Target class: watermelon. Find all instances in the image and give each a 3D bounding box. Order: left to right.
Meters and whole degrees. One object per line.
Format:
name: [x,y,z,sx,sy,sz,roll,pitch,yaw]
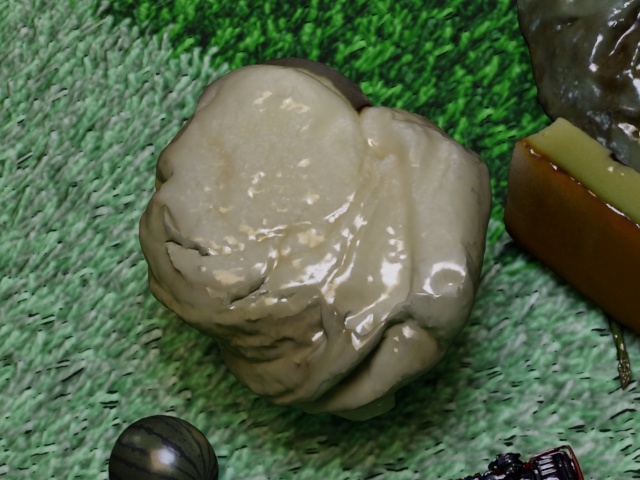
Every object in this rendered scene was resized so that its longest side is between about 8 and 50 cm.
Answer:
watermelon: [-0.159,0.218,1.747,0.133,0.105,0.105,18,63,45]

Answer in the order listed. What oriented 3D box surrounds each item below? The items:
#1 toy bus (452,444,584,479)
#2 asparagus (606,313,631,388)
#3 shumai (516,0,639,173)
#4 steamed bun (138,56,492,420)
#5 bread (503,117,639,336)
toy bus: [0.129,0.257,1.656,0.235,0.096,0.073,-15,56,4]
asparagus: [0.288,0.092,1.769,0.014,0.015,0.114,9,52,-25]
shumai: [0.382,-0.264,1.753,0.324,0.323,0.397,-11,61,-16]
steamed bun: [0.000,0.005,1.759,0.372,0.230,0.325,24,66,22]
bread: [0.328,0.035,1.712,0.077,0.138,0.361,-35,60,-27]
